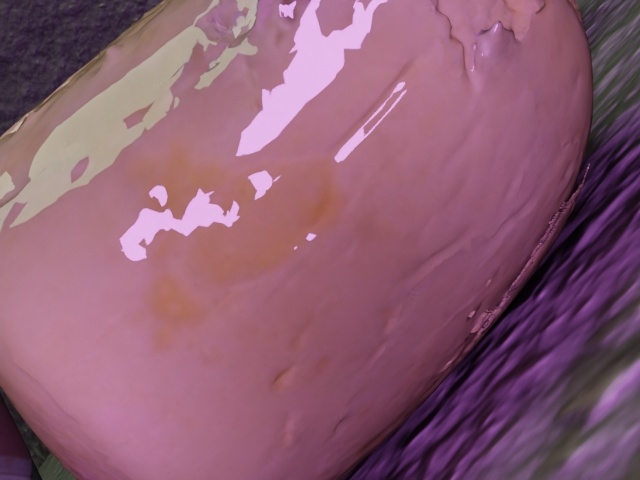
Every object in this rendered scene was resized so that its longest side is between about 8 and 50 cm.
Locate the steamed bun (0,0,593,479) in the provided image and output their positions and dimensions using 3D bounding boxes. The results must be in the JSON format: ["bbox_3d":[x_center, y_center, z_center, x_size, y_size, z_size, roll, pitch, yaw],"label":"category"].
[{"bbox_3d":[-0.008,-0.013,0.521,0.232,0.166,0.273,-39,9,-6],"label":"steamed bun"}]

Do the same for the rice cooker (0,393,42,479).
[{"bbox_3d":[-0.238,0.152,0.671,0.264,0.317,0.316,-38,8,14],"label":"rice cooker"}]
